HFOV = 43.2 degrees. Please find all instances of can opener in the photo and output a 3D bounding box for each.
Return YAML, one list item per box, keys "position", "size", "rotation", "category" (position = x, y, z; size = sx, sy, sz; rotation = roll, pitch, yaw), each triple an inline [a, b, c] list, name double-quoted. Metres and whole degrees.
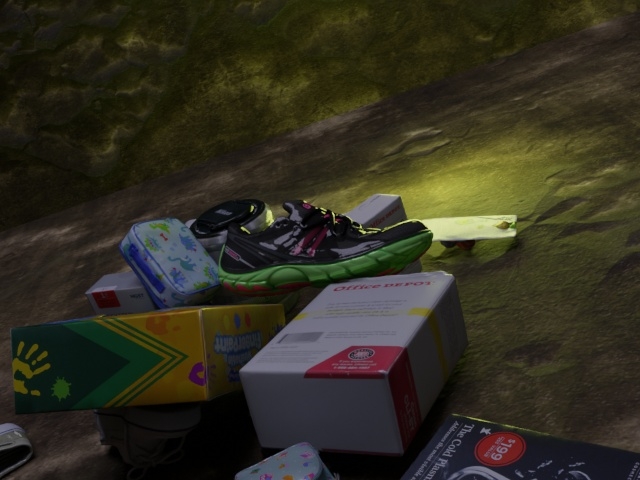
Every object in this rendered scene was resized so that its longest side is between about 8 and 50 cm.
- position: [-0.030, 0.373, 1.435]
  size: [0.186, 0.073, 0.059]
  rotation: [9, -3, 44]
  category: "can opener"

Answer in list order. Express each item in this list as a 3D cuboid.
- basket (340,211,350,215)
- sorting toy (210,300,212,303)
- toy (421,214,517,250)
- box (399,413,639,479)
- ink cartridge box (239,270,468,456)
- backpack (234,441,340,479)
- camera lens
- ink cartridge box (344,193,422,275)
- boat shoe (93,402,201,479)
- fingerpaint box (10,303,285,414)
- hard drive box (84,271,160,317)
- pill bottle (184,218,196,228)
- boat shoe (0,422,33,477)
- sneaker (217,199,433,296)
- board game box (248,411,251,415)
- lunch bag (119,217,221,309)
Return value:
- position: [0.092, -0.004, 2.098]
  size: [0.103, 0.113, 0.167]
  rotation: [-20, 23, -8]
  category: "basket"
- position: [-0.256, 0.159, 2.136]
  size: [0.062, 0.012, 0.083]
  rotation: [-24, 19, -23]
  category: "sorting toy"
- position: [0.361, -0.012, 1.976]
  size: [0.237, 0.056, 0.137]
  rotation: [-6, 22, 18]
  category: "toy"
- position: [0.228, 0.406, 0.977]
  size: [0.312, 0.179, 0.343]
  rotation: [3, 32, 41]
  category: "box"
- position: [0.078, 0.210, 1.463]
  size: [0.279, 0.161, 0.384]
  rotation: [-5, 19, 29]
  category: "ink cartridge box"
- position: [-0.039, 0.411, 1.231]
  size: [0.165, 0.145, 0.188]
  rotation: [-20, 25, -16]
  category: "backpack"
- position: [-0.189, 0.050, 1.988]
  size: [0.219, 0.274, 0.219]
  rotation: [-17, 23, 7]
  category: "camera lens"
- position: [0.143, 0.012, 1.902]
  size: [0.085, 0.203, 0.148]
  rotation: [6, 34, 46]
  category: "ink cartridge box"
- position: [-0.339, 0.380, 1.546]
  size: [0.135, 0.157, 0.367]
  rotation: [-1, -6, -40]
  category: "boat shoe"
- position: [-0.303, 0.215, 1.563]
  size: [0.370, 0.163, 0.445]
  rotation: [-7, -5, 16]
  category: "fingerpaint box"
- position: [-0.420, 0.191, 1.910]
  size: [0.181, 0.232, 0.089]
  rotation: [-8, 25, 27]
  category: "hard drive box"
- position: [-0.353, 0.090, 2.086]
  size: [0.162, 0.162, 0.279]
  rotation: [-4, 47, 33]
  category: "pill bottle"
- position: [-0.749, 0.483, 1.682]
  size: [0.302, 0.109, 0.094]
  rotation: [-31, 27, -32]
  category: "boat shoe"
- position: [0.000, 0.000, 1.741]
  size: [0.482, 0.202, 0.185]
  rotation: [-7, -12, 12]
  category: "sneaker"
- position: [-0.006, 0.313, 1.558]
  size: [0.259, 0.039, 0.124]
  rotation: [-2, 26, 29]
  category: "board game box"
- position: [-0.336, 0.053, 1.811]
  size: [0.090, 0.219, 0.176]
  rotation: [-49, -16, 29]
  category: "lunch bag"
